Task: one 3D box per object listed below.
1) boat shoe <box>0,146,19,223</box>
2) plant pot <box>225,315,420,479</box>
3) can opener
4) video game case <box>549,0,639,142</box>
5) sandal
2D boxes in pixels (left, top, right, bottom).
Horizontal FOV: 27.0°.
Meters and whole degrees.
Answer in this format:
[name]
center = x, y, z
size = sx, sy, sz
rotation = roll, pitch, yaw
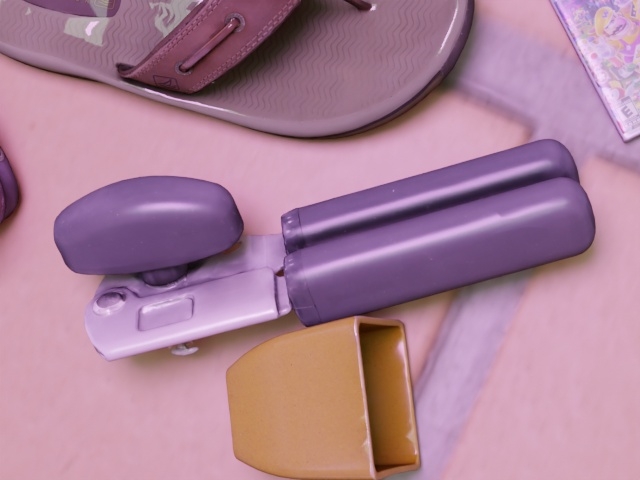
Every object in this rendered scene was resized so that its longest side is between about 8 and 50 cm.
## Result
[boat shoe]
center = -0.280, -0.107, 0.761
size = 0.285, 0.092, 0.103
rotation = 48, 112, 9
[plant pot]
center = -0.002, 0.086, 0.700
size = 0.083, 0.081, 0.081
rotation = -9, 82, 21
[can opener]
center = 0.000, 0.000, 0.698
size = 0.280, 0.093, 0.074
rotation = -12, 39, 5
[video game case]
center = 0.177, -0.126, 0.725
size = 0.087, 0.011, 0.122
rotation = -26, 80, 6
[sandal]
center = -0.069, -0.127, 0.728
size = 0.303, 0.086, 0.120
rotation = 7, 85, 10
